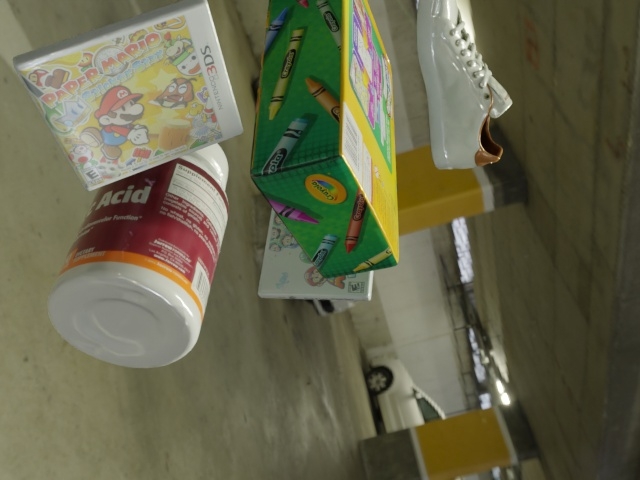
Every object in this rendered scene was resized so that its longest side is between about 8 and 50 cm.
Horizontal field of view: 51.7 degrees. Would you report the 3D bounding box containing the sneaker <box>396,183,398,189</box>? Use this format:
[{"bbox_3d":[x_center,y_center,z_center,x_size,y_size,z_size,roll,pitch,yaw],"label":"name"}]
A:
[{"bbox_3d":[0.018,-0.095,0.984,0.235,0.097,0.084,31,27,-33],"label":"sneaker"}]

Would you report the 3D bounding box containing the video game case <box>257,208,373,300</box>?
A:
[{"bbox_3d":[0.000,0.000,0.842,0.019,0.143,0.157,59,35,-61],"label":"video game case"}]

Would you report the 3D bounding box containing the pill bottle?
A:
[{"bbox_3d":[-0.276,-0.010,1.096,0.392,0.224,0.224,-85,162,-46],"label":"pill bottle"}]

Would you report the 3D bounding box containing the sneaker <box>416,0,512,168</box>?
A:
[{"bbox_3d":[0.217,-0.245,0.966,0.106,0.123,0.290,-51,135,-48],"label":"sneaker"}]

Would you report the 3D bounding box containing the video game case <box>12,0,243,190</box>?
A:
[{"bbox_3d":[-0.223,-0.175,0.822,0.206,0.227,0.026,79,-14,-51],"label":"video game case"}]

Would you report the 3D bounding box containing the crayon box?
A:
[{"bbox_3d":[0.013,-0.126,0.636,0.165,0.081,0.278,56,29,-51],"label":"crayon box"}]
